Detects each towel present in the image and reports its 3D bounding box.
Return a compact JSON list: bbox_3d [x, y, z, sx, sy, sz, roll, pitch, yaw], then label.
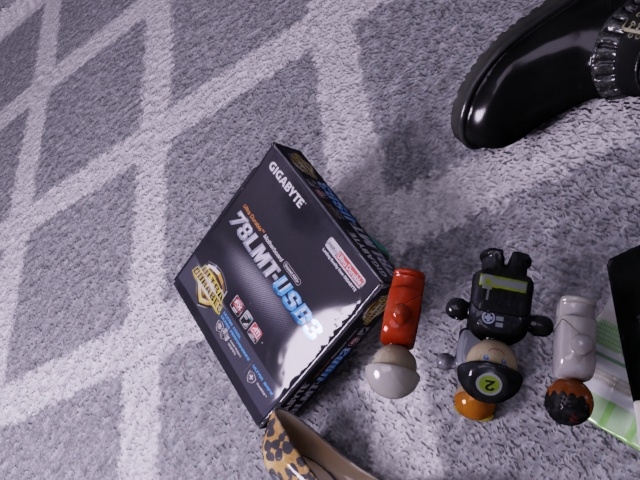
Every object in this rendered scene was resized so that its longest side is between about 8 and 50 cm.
[{"bbox_3d":[0.337,0.136,0.739,0.113,0.023,0.152,29,89,47],"label":"towel"}]

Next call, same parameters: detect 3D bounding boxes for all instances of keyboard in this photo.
[{"bbox_3d":[0.362,0.091,0.710,0.100,0.038,0.192,-39,44,52],"label":"keyboard"}]

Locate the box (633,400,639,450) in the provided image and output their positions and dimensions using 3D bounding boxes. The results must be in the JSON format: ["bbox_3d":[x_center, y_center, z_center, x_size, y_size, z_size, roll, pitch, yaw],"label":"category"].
[{"bbox_3d":[0.402,0.197,0.559,0.232,0.148,0.127,-15,57,33],"label":"box"}]

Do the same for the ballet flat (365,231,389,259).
[{"bbox_3d":[0.000,0.000,1.049,0.247,0.083,0.087,-6,49,35],"label":"ballet flat"}]

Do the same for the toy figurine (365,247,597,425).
[{"bbox_3d":[0.178,0.120,0.734,0.213,0.209,0.148,-16,54,49],"label":"toy figurine"}]

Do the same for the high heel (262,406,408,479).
[{"bbox_3d":[0.033,0.269,0.833,0.261,0.093,0.186,-30,69,33],"label":"high heel"}]

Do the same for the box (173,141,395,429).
[{"bbox_3d":[-0.060,0.062,0.985,0.293,0.073,0.295,-52,56,24],"label":"box"}]

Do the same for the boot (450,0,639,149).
[{"bbox_3d":[0.350,-0.194,0.829,0.348,0.131,0.260,-43,47,12],"label":"boot"}]
